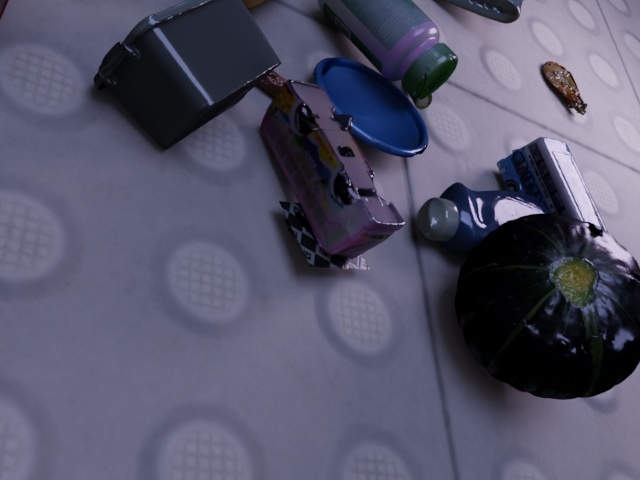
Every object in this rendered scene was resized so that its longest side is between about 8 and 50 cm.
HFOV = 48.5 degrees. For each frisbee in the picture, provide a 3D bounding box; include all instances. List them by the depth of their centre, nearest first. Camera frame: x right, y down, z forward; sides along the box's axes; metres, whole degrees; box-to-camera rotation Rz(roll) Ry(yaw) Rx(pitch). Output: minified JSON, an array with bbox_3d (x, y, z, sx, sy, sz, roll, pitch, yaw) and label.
[{"bbox_3d":[0.085,-0.229,1.252,0.242,0.045,0.242,25,38,-21],"label":"frisbee"}]

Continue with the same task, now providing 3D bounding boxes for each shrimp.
[{"bbox_3d":[0.619,-0.383,1.795,0.091,0.043,0.184,-8,60,-34],"label":"shrimp"}]

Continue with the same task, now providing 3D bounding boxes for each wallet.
[{"bbox_3d":[0.390,-0.682,1.748,0.252,0.083,0.360,20,49,0],"label":"wallet"}]

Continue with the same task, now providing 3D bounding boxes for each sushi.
[{"bbox_3d":[0.000,0.000,1.041,0.126,0.026,0.120,3,51,-45],"label":"sushi"}]

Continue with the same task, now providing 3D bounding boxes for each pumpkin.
[{"bbox_3d":[0.351,0.111,1.120,0.295,0.296,0.296,20,50,-27],"label":"pumpkin"}]

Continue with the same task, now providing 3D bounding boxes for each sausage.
[{"bbox_3d":[-0.087,-0.261,1.150,0.158,0.042,0.036,40,6,-12],"label":"sausage"}]

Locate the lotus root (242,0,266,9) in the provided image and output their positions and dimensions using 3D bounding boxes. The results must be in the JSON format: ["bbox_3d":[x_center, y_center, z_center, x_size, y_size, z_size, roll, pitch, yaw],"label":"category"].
[{"bbox_3d":[-0.113,-0.483,1.212,0.146,0.131,0.303,42,44,-9],"label":"lotus root"}]

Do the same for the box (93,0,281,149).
[{"bbox_3d":[-0.173,-0.240,0.986,0.135,0.163,0.243,53,41,-8],"label":"box"}]

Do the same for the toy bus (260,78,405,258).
[{"bbox_3d":[0.012,-0.104,1.038,0.090,0.112,0.274,3,51,-46],"label":"toy bus"}]

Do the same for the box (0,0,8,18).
[{"bbox_3d":[-0.458,-0.486,0.811,0.300,0.314,0.312,19,51,-31],"label":"box"}]

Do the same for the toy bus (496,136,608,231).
[{"bbox_3d":[0.451,-0.048,1.358,0.106,0.131,0.297,4,60,-37],"label":"toy bus"}]

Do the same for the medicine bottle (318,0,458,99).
[{"bbox_3d":[0.127,-0.389,1.312,0.133,0.133,0.274,-25,70,-45],"label":"medicine bottle"}]

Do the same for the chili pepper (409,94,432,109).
[{"bbox_3d":[0.190,-0.339,1.410,0.050,0.051,0.202,42,37,-46],"label":"chili pepper"}]

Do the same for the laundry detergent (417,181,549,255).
[{"bbox_3d":[0.285,-0.031,1.240,0.289,0.094,0.143,7,61,-35],"label":"laundry detergent"}]
